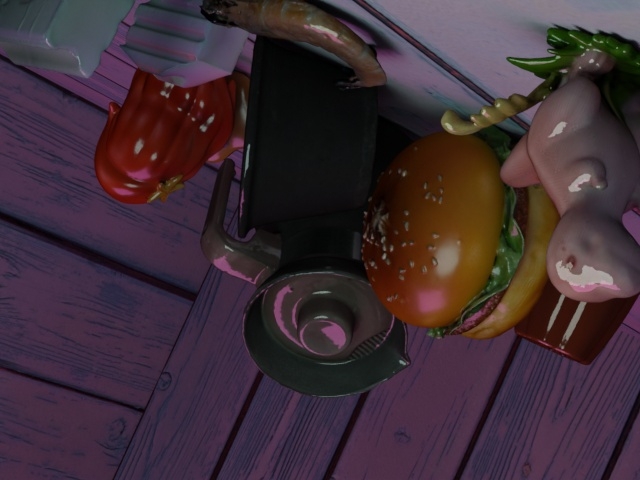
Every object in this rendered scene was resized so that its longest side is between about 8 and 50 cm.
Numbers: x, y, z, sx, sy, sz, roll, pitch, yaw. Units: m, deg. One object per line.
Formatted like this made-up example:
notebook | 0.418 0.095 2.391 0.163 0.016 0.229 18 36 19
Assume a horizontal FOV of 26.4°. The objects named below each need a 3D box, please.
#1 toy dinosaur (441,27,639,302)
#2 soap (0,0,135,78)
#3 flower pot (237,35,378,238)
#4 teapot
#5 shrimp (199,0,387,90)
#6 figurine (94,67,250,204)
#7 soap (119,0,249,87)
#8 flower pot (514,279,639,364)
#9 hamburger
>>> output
toy dinosaur | 0.197 -0.045 1.000 0.152 0.177 0.194 28 178 -42
soap | -0.325 -0.280 1.588 0.230 0.145 0.091 16 163 43
flower pot | -0.013 -0.115 1.544 0.148 0.235 0.235 4 179 -3
teapot | 0.000 0.000 1.725 0.300 0.253 0.344 26 -146 -13
shrimp | -0.021 -0.202 1.342 0.219 0.046 0.152 22 173 40
figurine | -0.193 -0.166 1.851 0.181 0.208 0.257 64 -157 -10
soap | -0.152 -0.222 1.509 0.056 0.100 0.149 26 176 -43
flower pot | 0.399 0.095 2.170 0.190 0.173 0.190 25 176 2
hamburger | 0.140 -0.014 1.485 0.170 0.246 0.246 12 -178 -20
